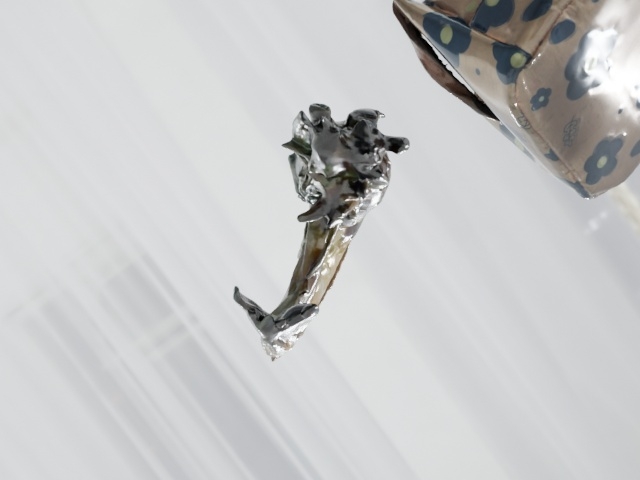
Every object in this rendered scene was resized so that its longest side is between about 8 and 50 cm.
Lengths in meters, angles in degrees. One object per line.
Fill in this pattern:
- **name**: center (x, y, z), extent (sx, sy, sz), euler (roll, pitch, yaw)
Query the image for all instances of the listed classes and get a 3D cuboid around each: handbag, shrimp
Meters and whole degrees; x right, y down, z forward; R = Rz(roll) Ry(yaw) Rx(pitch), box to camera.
- **handbag**: center (0.201, -0.178, 1.358), extent (0.190, 0.193, 0.251), euler (-49, 141, -1)
- **shrimp**: center (-0.008, -0.003, 1.024), extent (0.289, 0.075, 0.178), euler (118, -7, -85)
